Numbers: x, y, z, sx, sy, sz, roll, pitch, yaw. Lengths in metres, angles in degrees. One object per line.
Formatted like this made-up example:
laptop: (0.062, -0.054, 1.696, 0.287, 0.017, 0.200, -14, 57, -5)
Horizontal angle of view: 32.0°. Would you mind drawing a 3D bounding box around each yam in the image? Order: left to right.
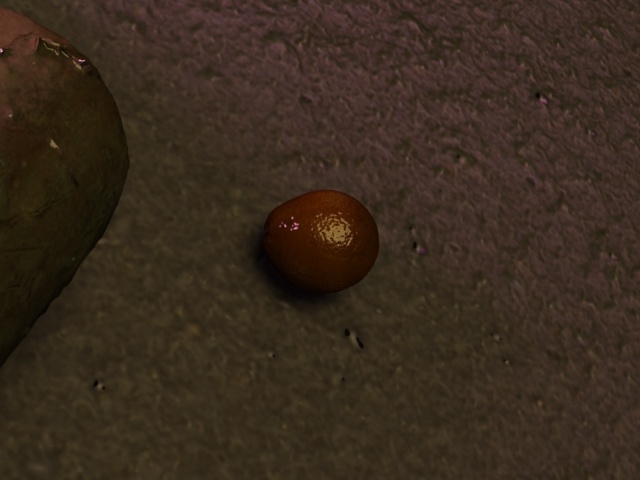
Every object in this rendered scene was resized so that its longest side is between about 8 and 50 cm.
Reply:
yam: (-0.229, 0.024, 0.565, 0.168, 0.168, 0.304, 37, 47, -8)

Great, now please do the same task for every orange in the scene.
orange: (0.000, 0.000, 0.799, 0.085, 0.085, 0.085, 17, 53, -24)
